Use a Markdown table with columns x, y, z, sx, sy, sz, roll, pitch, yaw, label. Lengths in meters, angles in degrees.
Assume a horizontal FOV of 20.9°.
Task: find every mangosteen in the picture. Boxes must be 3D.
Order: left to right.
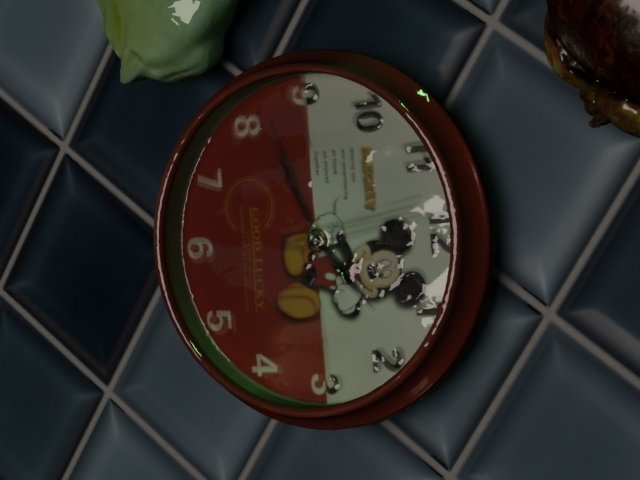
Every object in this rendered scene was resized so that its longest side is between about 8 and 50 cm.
| x | y | z | sx | sy | sz | roll | pitch | yaw | label |
| --- | --- | --- | --- | --- | --- | --- | --- | --- | --- |
| 0.242 | -0.161 | 1.215 | 0.192 | 0.192 | 0.217 | 53 | 151 | 19 | mangosteen |

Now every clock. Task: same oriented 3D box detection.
| x | y | z | sx | sy | sz | roll | pitch | yaw | label |
| --- | --- | --- | --- | --- | --- | --- | --- | --- | --- |
| 0.000 | 0.000 | 1.437 | 0.318 | 0.080 | 0.318 | 1 | 91 | 30 | clock |

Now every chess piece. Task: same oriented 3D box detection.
| x | y | z | sx | sy | sz | roll | pitch | yaw | label |
| --- | --- | --- | --- | --- | --- | --- | --- | --- | --- |
| -0.152 | -0.285 | 1.492 | 0.176 | 0.176 | 0.298 | -20 | 95 | 34 | chess piece |
